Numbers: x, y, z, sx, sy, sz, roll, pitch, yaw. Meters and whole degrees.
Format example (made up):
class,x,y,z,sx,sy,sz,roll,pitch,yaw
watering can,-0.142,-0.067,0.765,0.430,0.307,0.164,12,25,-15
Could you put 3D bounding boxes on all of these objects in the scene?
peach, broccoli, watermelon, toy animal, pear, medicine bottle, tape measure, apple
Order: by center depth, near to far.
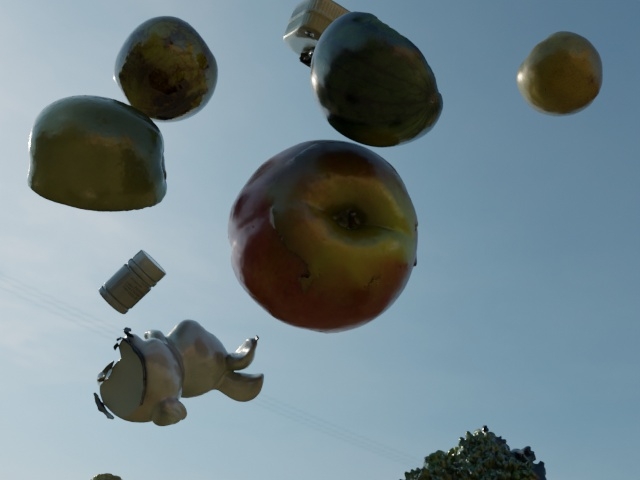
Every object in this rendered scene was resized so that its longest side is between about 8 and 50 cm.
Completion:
class,x,y,z,sx,sy,sz,roll,pitch,yaw
broccoli,0.203,0.412,0.836,0.180,0.242,0.273,6,-53,-17
watermelon,0.059,-0.221,0.858,0.232,0.127,0.204,35,-23,23
medicine bottle,-0.294,0.065,0.908,0.058,0.091,0.058,44,-8,8
peach,0.000,0.000,1.039,0.369,0.370,0.370,6,-35,4
apple,-0.452,-0.179,1.191,0.257,0.234,0.295,-4,7,-15
toy animal,-0.288,0.264,1.197,0.247,0.183,0.310,14,6,34
pear,0.607,-0.411,1.459,0.208,0.209,0.209,6,-35,4
tape measure,0.039,-0.518,1.550,0.271,0.133,0.231,20,-3,-24
pear,-0.414,-0.451,1.554,0.283,0.284,0.284,6,-35,4

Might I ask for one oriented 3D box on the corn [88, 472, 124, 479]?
class,x,y,z,sx,sy,sz,roll,pitch,yaw
corn,-0.343,0.437,0.798,0.091,0.260,0.091,32,13,16
